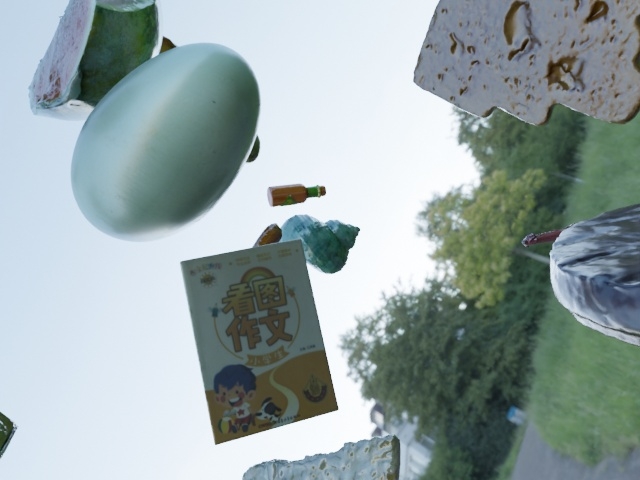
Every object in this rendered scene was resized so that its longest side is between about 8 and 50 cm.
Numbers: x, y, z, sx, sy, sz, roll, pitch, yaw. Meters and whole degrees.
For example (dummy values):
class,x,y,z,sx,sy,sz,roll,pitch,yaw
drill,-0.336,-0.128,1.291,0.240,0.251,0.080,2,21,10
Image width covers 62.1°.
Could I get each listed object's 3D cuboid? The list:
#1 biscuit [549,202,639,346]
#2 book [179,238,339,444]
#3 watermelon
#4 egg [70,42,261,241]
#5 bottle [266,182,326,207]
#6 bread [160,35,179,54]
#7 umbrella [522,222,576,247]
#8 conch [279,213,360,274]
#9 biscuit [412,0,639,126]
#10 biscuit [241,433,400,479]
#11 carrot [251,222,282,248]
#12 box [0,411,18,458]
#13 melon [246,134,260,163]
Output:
class,x,y,z,sx,sy,sz,roll,pitch,yaw
biscuit,0.440,0.012,0.519,0.407,0.407,0.091,-25,-77,-47
book,-0.099,0.158,0.871,0.207,0.296,0.020,-11,-7,-14
watermelon,-0.393,-0.301,0.903,0.305,0.180,0.224,-38,6,33
egg,-0.235,-0.143,0.818,0.371,0.230,0.230,-39,-20,26
bottle,-0.072,-0.148,1.678,0.187,0.069,0.069,-10,-53,-17
bread,-0.378,-0.355,1.239,0.340,0.179,0.194,40,-138,-37
umbrella,0.384,-0.012,0.823,0.165,0.027,0.025,-10,-89,-15
conch,0.003,-0.001,1.428,0.202,0.196,0.134,-3,-29,-25
biscuit,0.240,-0.254,0.635,0.043,0.301,0.278,-34,-71,-45
biscuit,-0.006,0.351,0.700,0.038,0.289,0.141,20,-129,-52
carrot,-0.158,0.052,1.219,0.216,0.048,0.048,-54,-31,-3
box,-0.817,0.332,0.885,0.373,0.138,0.420,-37,-69,3
melon,-0.251,-0.322,1.797,0.099,0.162,0.099,-10,-41,-9
